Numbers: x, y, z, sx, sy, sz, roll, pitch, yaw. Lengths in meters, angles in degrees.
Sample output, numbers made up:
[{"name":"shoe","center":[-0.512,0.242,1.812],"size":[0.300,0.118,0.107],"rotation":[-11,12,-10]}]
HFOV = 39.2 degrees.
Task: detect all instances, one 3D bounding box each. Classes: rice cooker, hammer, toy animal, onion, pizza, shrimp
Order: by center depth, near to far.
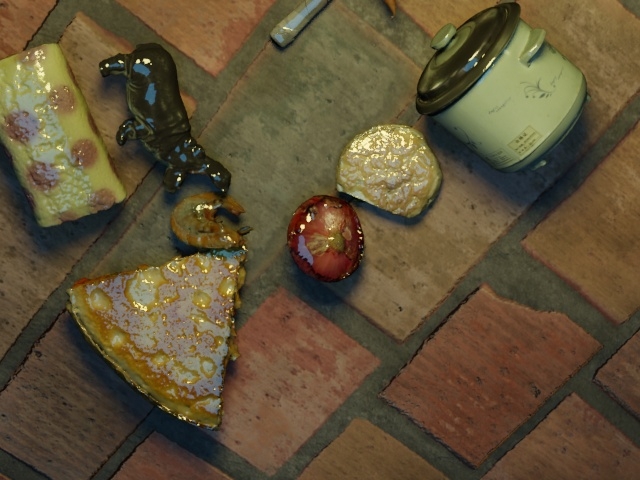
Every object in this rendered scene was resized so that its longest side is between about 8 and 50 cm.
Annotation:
[{"name":"rice cooker","center":[0.326,-0.288,1.671],"size":[0.316,0.264,0.317],"rotation":[20,148,13]},{"name":"hammer","center":[0.069,-0.519,1.709],"size":[0.152,0.044,0.427],"rotation":[43,105,-11]},{"name":"toy animal","center":[-0.316,-0.222,1.786],"size":[0.168,0.106,0.343],"rotation":[-25,113,2]},{"name":"shrimp","center":[-0.218,-0.043,1.834],"size":[0.187,0.052,0.133],"rotation":[16,75,15]},{"name":"onion","center":[0.000,0.000,1.838],"size":[0.147,0.184,0.184],"rotation":[-17,114,51]},{"name":"pizza","center":[-0.279,0.152,1.909],"size":[0.440,0.130,0.406],"rotation":[43,92,-6]}]

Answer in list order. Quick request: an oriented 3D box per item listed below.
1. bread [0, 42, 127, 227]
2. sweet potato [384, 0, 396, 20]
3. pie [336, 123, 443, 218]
[{"name":"bread","center":[-0.532,-0.205,1.767],"size":[0.187,0.155,0.339],"rotation":[-19,107,3]},{"name":"sweet potato","center":[0.109,-0.506,1.667],"size":[0.056,0.056,0.195],"rotation":[-16,111,6]},{"name":"pie","center":[0.146,-0.145,1.828],"size":[0.218,0.052,0.185],"rotation":[23,109,-4]}]
